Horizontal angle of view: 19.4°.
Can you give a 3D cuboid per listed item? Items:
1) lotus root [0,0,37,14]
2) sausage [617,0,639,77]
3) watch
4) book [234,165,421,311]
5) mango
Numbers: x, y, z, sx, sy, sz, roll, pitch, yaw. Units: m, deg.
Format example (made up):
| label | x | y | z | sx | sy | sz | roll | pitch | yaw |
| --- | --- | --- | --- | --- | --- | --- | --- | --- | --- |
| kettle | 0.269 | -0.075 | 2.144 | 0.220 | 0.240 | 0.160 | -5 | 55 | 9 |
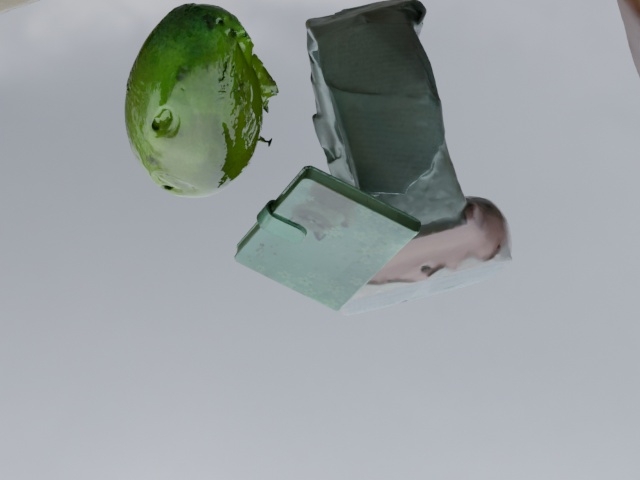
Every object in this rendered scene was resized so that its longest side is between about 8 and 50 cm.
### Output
| label | x | y | z | sx | sy | sz | roll | pitch | yaw |
| --- | --- | --- | --- | --- | --- | --- | --- | --- | --- |
| lotus root | -0.304 | -0.251 | 1.579 | 0.220 | 0.125 | 0.118 | 1 | 170 | 33 |
| sausage | 0.268 | -0.165 | 1.352 | 0.105 | 0.105 | 0.274 | 0 | 162 | 15 |
| watch | 0.053 | -0.075 | 1.551 | 0.161 | 0.241 | 0.253 | -16 | 173 | -3 |
| book | 0.000 | 0.000 | 1.417 | 0.103 | 0.135 | 0.017 | 27 | -127 | -13 |
| mango | -0.093 | -0.106 | 1.377 | 0.100 | 0.178 | 0.119 | 19 | -122 | 13 |
